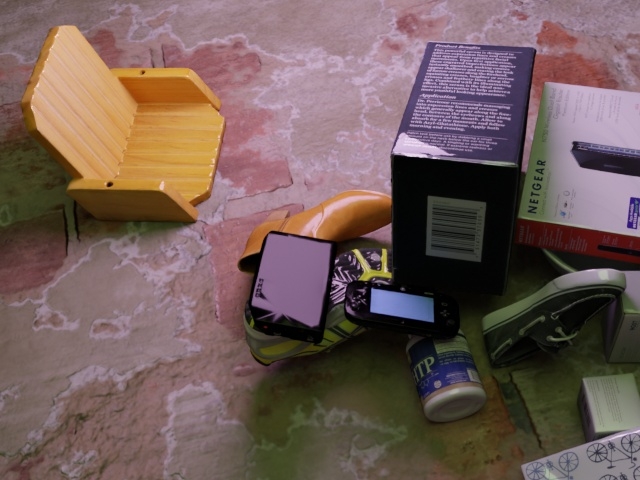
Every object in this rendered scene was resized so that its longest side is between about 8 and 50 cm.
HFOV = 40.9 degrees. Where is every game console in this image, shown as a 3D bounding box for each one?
[{"bbox_3d":[0.062,0.093,1.488,0.362,0.044,0.213,10,46,-1],"label":"game console"}]

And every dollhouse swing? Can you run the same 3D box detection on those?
[{"bbox_3d":[-0.398,-0.268,1.811,0.315,0.305,0.346,1,55,9],"label":"dollhouse swing"}]

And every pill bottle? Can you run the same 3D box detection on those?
[{"bbox_3d":[0.212,0.213,1.511,0.112,0.112,0.186,-14,54,-2],"label":"pill bottle"}]

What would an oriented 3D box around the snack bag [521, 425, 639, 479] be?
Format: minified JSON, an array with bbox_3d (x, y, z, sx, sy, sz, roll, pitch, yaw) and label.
[{"bbox_3d":[0.496,0.451,1.278,0.323,0.037,0.342,-23,57,20],"label":"snack bag"}]

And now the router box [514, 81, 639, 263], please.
[{"bbox_3d":[0.529,-0.123,1.554,0.301,0.082,0.335,9,58,14],"label":"router box"}]

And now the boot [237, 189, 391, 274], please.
[{"bbox_3d":[-0.001,-0.001,1.652,0.295,0.104,0.211,-8,27,15],"label":"boot"}]

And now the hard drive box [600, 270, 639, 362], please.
[{"bbox_3d":[0.616,0.133,1.469,0.232,0.181,0.089,-1,55,6],"label":"hard drive box"}]

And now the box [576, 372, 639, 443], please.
[{"bbox_3d":[0.483,0.289,1.428,0.087,0.102,0.101,-7,54,6],"label":"box"}]

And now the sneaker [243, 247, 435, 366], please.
[{"bbox_3d":[0.033,0.123,1.592,0.385,0.147,0.145,-11,50,-22],"label":"sneaker"}]

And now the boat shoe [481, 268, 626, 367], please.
[{"bbox_3d":[0.393,0.140,1.457,0.108,0.301,0.102,19,56,-33],"label":"boat shoe"}]

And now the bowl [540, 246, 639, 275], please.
[{"bbox_3d":[0.535,-0.014,1.610,0.298,0.134,0.297,-3,56,5],"label":"bowl"}]

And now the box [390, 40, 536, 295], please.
[{"bbox_3d":[0.266,-0.144,1.586,0.212,0.293,0.395,7,41,13],"label":"box"}]
